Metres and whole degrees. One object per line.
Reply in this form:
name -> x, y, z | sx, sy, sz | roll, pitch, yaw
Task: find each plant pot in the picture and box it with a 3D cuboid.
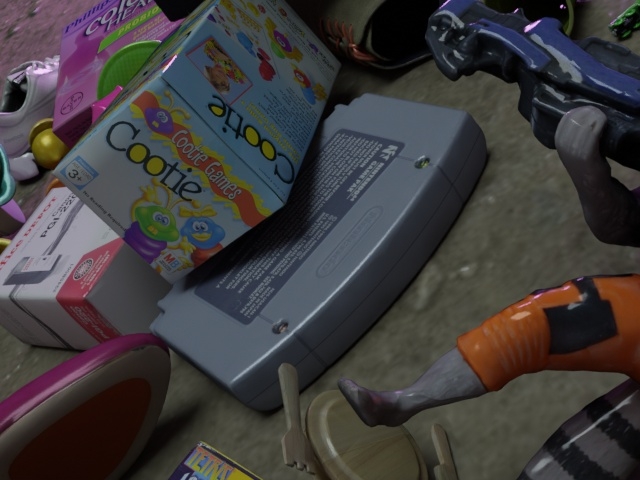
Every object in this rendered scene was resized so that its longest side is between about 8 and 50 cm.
plant pot -> 0.198, -0.220, 0.841 | 0.083, 0.083, 0.079 | -4, 34, 42

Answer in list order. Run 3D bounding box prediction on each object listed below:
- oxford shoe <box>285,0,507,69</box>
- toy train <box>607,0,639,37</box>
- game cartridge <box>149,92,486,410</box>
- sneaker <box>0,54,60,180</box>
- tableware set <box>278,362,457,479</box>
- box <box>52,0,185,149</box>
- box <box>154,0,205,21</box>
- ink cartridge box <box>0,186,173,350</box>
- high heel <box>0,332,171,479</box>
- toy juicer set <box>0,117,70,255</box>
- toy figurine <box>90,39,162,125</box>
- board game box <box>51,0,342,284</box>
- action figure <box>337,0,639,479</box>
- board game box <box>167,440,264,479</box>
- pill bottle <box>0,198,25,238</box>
oxford shoe -> 0.037, -0.237, 0.971 | 0.348, 0.123, 0.130 | -6, 48, 40
toy train -> 0.273, -0.199, 0.788 | 0.083, 0.017, 0.023 | -39, 23, 2
game cartridge -> 0.000, 0.000, 0.792 | 0.294, 0.060, 0.196 | -49, 31, -13
sneaker -> -0.377, -0.224, 1.368 | 0.110, 0.118, 0.292 | 0, 49, 47
tableware set -> 0.026, 0.165, 0.522 | 0.039, 0.128, 0.194 | -51, 27, 27
box -> -0.207, -0.220, 1.174 | 0.214, 0.117, 0.243 | -30, 40, 16
box -> -0.049, -0.414, 0.968 | 0.294, 0.182, 0.296 | -9, 50, 31
ink cartridge box -> -0.227, 0.023, 0.951 | 0.218, 0.092, 0.158 | -4, 47, 45
high heel -> -0.286, 0.169, 0.795 | 0.377, 0.127, 0.181 | -40, 44, 6
toy juicer set -> -0.402, -0.097, 1.110 | 0.329, 0.089, 0.209 | 43, 74, 14
toy figurine -> -0.203, -0.113, 0.989 | 0.173, 0.130, 0.159 | -49, 11, 20
board game box -> -0.098, -0.116, 0.862 | 0.142, 0.144, 0.275 | -34, 20, 29
action figure -> 0.167, 0.012, 0.510 | 0.330, 0.178, 0.341 | -43, 58, -13
board game box -> -0.066, 0.220, 0.601 | 0.141, 0.048, 0.170 | -50, 34, -18
pill bottle -> -0.484, 0.013, 1.189 | 0.216, 0.121, 0.121 | -40, 33, -1
